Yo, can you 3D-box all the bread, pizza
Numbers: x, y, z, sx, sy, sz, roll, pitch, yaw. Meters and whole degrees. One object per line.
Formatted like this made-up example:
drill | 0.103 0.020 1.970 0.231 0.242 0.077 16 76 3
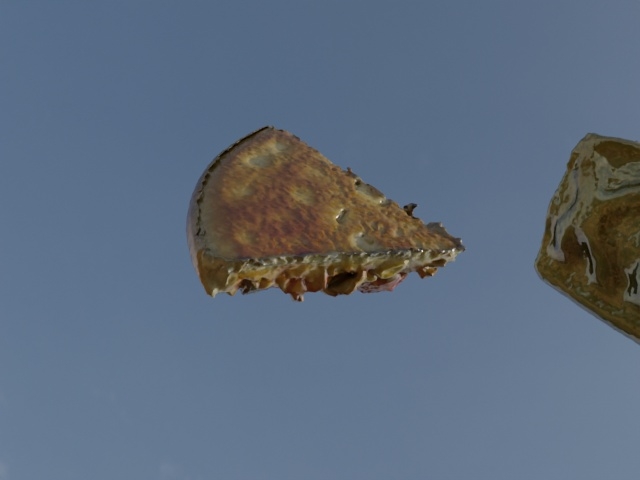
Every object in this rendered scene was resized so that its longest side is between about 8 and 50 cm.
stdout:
bread | 0.357 0.015 1.055 0.196 0.238 0.252 -56 -133 10
pizza | 0.000 0.000 0.717 0.193 0.201 0.053 20 -57 6
